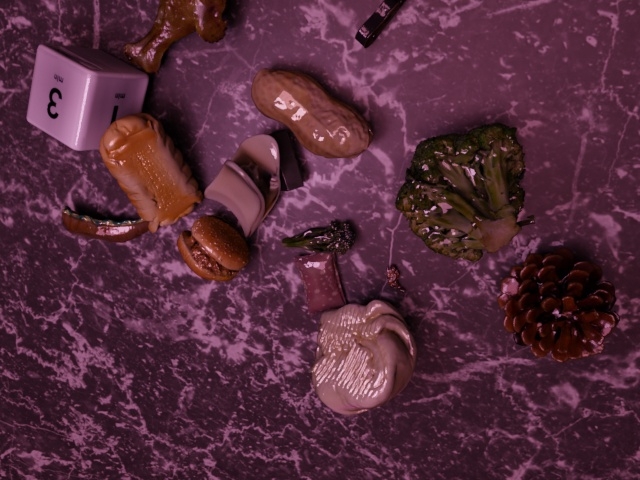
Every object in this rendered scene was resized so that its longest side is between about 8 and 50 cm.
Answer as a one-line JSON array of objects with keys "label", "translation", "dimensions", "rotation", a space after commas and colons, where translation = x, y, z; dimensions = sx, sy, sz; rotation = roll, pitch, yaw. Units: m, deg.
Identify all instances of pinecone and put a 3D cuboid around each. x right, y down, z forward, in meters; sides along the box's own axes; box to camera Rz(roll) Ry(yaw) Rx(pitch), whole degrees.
[{"label": "pinecone", "translation": [0.543, 0.159, 1.336], "dimensions": [0.264, 0.264, 0.264], "rotation": [4, 109, 12]}]

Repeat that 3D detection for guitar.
[{"label": "guitar", "translation": [0.180, -0.533, 1.286], "dimensions": [0.038, 0.084, 0.271], "rotation": [45, 106, -2]}]

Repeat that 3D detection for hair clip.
[{"label": "hair clip", "translation": [-0.182, -0.150, 1.470], "dimensions": [0.172, 0.113, 0.282], "rotation": [43, 151, 6]}]

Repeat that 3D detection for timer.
[{"label": "timer", "translation": [-0.565, -0.347, 1.442], "dimensions": [0.192, 0.194, 0.195], "rotation": [30, 115, 20]}]

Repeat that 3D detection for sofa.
[{"label": "sofa", "translation": [-0.093, -0.199, 1.473], "dimensions": [0.060, 0.085, 0.147], "rotation": [-25, 104, -23]}]

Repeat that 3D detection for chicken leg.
[{"label": "chicken leg", "translation": [-0.309, -0.524, 1.376], "dimensions": [0.211, 0.140, 0.361], "rotation": [47, 125, 17]}, {"label": "chicken leg", "translation": [0.190, 0.102, 1.522], "dimensions": [0.036, 0.021, 0.083], "rotation": [-18, 104, 9]}]

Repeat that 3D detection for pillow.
[{"label": "pillow", "translation": [0.001, 0.111, 1.560], "dimensions": [0.118, 0.043, 0.185], "rotation": [-11, 106, 14]}]

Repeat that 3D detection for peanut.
[{"label": "peanut", "translation": [-0.024, -0.295, 1.381], "dimensions": [0.313, 0.149, 0.149], "rotation": [36, 113, 0]}]

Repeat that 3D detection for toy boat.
[{"label": "toy boat", "translation": [-0.569, -0.044, 1.621], "dimensions": [0.293, 0.108, 0.099], "rotation": [3, 77, 7]}]

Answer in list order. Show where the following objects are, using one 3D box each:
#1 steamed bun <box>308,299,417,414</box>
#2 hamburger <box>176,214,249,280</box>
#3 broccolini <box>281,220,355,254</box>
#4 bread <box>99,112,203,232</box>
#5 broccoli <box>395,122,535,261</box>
[{"label": "steamed bun", "translation": [0.127, 0.302, 1.504], "dimensions": [0.280, 0.207, 0.268], "rotation": [-19, 64, 37]}, {"label": "hamburger", "translation": [-0.272, 0.019, 1.516], "dimensions": [0.182, 0.191, 0.118], "rotation": [40, 111, 6]}, {"label": "broccolini", "translation": [-0.010, 0.001, 1.508], "dimensions": [0.203, 0.068, 0.091], "rotation": [-9, 90, 16]}, {"label": "bread", "translation": [-0.423, -0.178, 1.475], "dimensions": [0.173, 0.121, 0.311], "rotation": [-32, 132, -12]}, {"label": "broccoli", "translation": [0.333, -0.091, 1.287], "dimensions": [0.304, 0.283, 0.321], "rotation": [-35, 125, 8]}]
